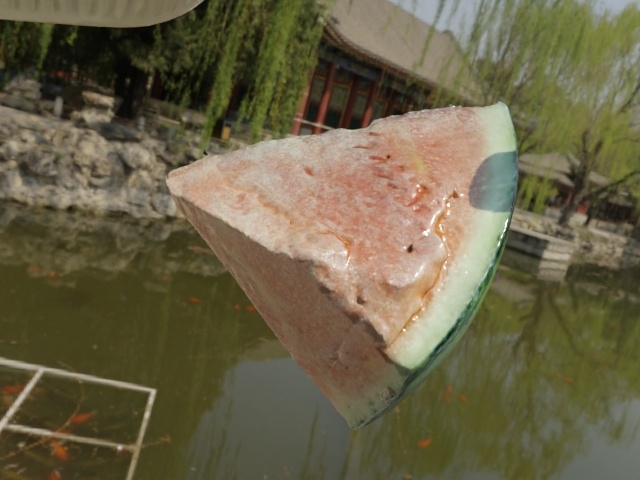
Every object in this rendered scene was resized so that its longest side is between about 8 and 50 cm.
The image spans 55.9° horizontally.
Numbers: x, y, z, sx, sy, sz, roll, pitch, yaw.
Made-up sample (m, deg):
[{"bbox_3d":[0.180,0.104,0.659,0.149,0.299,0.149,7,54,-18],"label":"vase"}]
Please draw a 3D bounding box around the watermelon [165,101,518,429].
[{"bbox_3d":[0.023,0.031,0.569,0.292,0.251,0.283,7,44,18],"label":"watermelon"}]

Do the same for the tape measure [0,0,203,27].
[{"bbox_3d":[-0.127,-0.249,0.278,0.231,0.271,0.133,-7,-15,-26],"label":"tape measure"}]
